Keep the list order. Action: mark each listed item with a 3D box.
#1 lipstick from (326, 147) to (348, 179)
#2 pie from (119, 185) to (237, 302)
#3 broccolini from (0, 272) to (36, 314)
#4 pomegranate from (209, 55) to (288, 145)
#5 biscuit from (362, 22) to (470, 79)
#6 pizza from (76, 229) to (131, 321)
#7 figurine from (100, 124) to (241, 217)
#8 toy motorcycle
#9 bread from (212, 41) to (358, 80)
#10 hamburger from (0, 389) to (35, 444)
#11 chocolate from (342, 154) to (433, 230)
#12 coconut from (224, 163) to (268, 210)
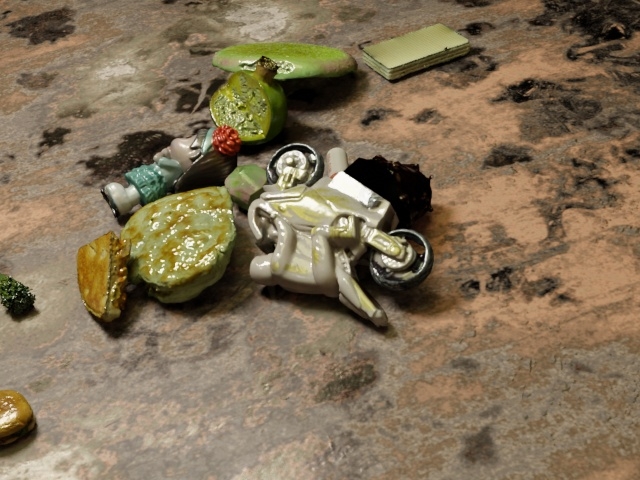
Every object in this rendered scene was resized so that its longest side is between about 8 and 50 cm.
[{"bbox_3d":[0.032,-0.110,1.657,0.038,0.038,0.130,-8,37,2],"label":"lipstick"},{"bbox_3d":[-0.221,0.004,1.523,0.201,0.090,0.248,-21,38,5],"label":"pie"},{"bbox_3d":[-0.528,0.059,1.560,0.054,0.051,0.239,18,6,-45],"label":"broccolini"},{"bbox_3d":[-0.119,-0.259,1.798,0.143,0.169,0.122,42,15,30],"label":"pomegranate"},{"bbox_3d":[0.198,-0.390,1.988,0.199,0.040,0.121,-21,36,-17],"label":"biscuit"},{"bbox_3d":[-0.324,0.049,1.469,0.046,0.134,0.175,13,36,-36],"label":"pizza"},{"bbox_3d":[-0.250,-0.113,1.654,0.245,0.110,0.138,-28,8,-15],"label":"figurine"},{"bbox_3d":[0.000,0.000,1.441,0.223,0.108,0.341,-47,59,-8],"label":"toy motorcycle"},{"bbox_3d":[-0.069,-0.368,1.943,0.301,0.045,0.301,3,19,-1],"label":"bread"},{"bbox_3d":[-0.427,0.237,1.297,0.076,0.044,0.083,-32,45,-26],"label":"hamburger"},{"bbox_3d":[0.119,-0.066,1.531,0.133,0.156,0.156,-14,31,-44],"label":"chocolate"},{"bbox_3d":[-0.121,-0.092,1.635,0.082,0.081,0.083,-9,44,22],"label":"coconut"}]
